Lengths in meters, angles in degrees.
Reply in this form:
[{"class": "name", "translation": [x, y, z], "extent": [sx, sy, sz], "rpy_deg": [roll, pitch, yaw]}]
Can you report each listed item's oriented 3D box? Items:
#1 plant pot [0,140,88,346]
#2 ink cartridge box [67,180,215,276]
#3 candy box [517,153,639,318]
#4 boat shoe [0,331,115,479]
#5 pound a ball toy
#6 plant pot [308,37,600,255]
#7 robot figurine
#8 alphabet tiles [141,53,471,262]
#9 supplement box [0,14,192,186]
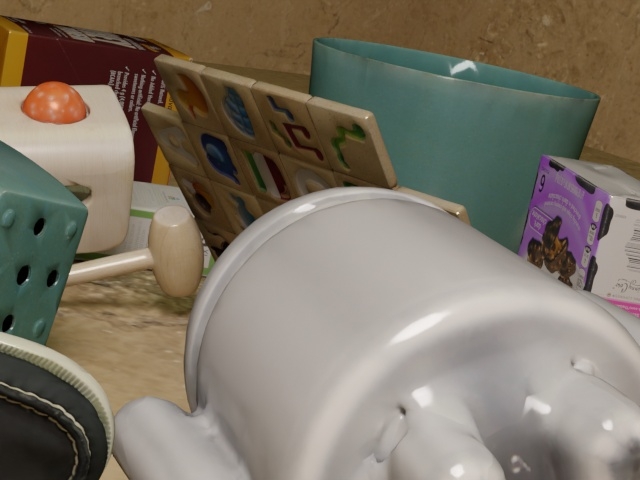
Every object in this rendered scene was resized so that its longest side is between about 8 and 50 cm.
[{"class": "plant pot", "translation": [-0.290, -0.011, 0.895], "extent": [0.234, 0.166, 0.165], "rpy_deg": [20, 2, 23]}, {"class": "ink cartridge box", "translation": [-0.154, -0.014, 1.301], "extent": [0.209, 0.062, 0.109], "rpy_deg": [7, 15, -16]}, {"class": "candy box", "translation": [0.204, 0.047, 1.040], "extent": [0.070, 0.196, 0.165], "rpy_deg": [10, 12, -11]}, {"class": "boat shoe", "translation": [-0.256, 0.101, 0.559], "extent": [0.340, 0.127, 0.113], "rpy_deg": [6, 14, -14]}, {"class": "pound a ball toy", "translation": [-0.267, -0.051, 1.096], "extent": [0.319, 0.136, 0.208], "rpy_deg": [-4, 34, -21]}, {"class": "plant pot", "translation": [0.113, -0.064, 1.366], "extent": [0.293, 0.235, 0.293], "rpy_deg": [11, 13, -3]}, {"class": "robot figurine", "translation": [0.042, 0.087, 0.708], "extent": [0.300, 0.200, 0.353], "rpy_deg": [-10, 19, -16]}, {"class": "alphabet tiles", "translation": [0.000, 0.000, 0.980], "extent": [0.011, 0.285, 0.342], "rpy_deg": [-42, 39, -24]}, {"class": "supplement box", "translation": [-0.261, -0.124, 1.403], "extent": [0.194, 0.191, 0.129], "rpy_deg": [5, 14, -29]}]
